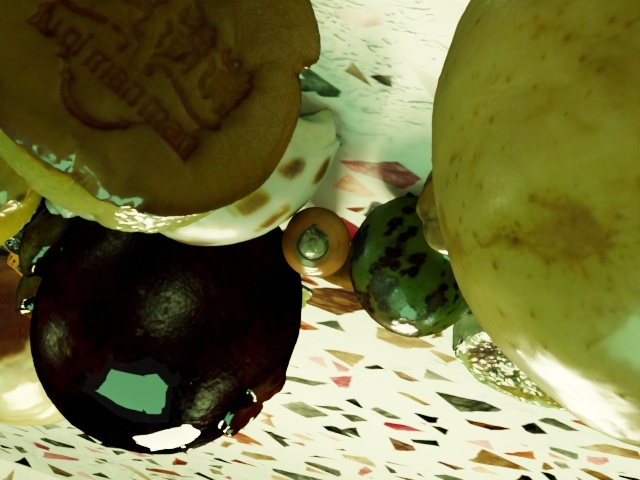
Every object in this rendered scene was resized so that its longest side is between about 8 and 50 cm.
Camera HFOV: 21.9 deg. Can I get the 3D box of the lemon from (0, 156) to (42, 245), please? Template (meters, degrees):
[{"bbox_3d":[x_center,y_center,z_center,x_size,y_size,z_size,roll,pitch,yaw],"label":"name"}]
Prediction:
[{"bbox_3d":[-0.390,-0.089,1.602,0.263,0.236,0.236,8,159,2],"label":"lemon"}]

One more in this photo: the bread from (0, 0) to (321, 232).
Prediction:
[{"bbox_3d":[-0.137,-0.135,1.256,0.269,0.270,0.148,21,158,-12],"label":"bread"}]

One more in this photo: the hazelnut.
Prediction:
[{"bbox_3d":[-0.386,0.121,2.178,0.261,0.241,0.261,41,178,2],"label":"hazelnut"}]

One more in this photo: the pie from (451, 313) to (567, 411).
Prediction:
[{"bbox_3d":[0.264,0.142,1.952,0.240,0.054,0.240,14,157,6],"label":"pie"}]

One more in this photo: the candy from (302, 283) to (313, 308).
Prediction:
[{"bbox_3d":[-0.177,0.076,2.034,0.297,0.081,0.187,22,126,-4],"label":"candy"}]

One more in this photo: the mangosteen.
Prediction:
[{"bbox_3d":[-0.185,0.059,1.779,0.347,0.307,0.307,46,165,15],"label":"mangosteen"}]

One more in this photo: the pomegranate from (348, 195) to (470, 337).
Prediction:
[{"bbox_3d":[0.110,0.025,1.650,0.169,0.148,0.148,-5,151,46],"label":"pomegranate"}]

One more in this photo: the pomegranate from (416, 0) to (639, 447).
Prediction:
[{"bbox_3d":[0.228,-0.041,1.083,0.410,0.410,0.410,14,159,5],"label":"pomegranate"}]

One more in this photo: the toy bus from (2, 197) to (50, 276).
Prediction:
[{"bbox_3d":[-0.303,0.031,1.951,0.194,0.083,0.088,46,145,-11],"label":"toy bus"}]

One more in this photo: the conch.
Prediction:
[{"bbox_3d":[-0.124,-0.069,1.564,0.274,0.149,0.183,6,153,19],"label":"conch"}]

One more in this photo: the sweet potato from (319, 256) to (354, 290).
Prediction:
[{"bbox_3d":[0.085,0.041,1.820,0.264,0.057,0.057,-2,153,39],"label":"sweet potato"}]

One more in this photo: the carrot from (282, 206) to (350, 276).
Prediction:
[{"bbox_3d":[0.000,0.000,1.691,0.069,0.069,0.336,15,-178,2],"label":"carrot"}]
